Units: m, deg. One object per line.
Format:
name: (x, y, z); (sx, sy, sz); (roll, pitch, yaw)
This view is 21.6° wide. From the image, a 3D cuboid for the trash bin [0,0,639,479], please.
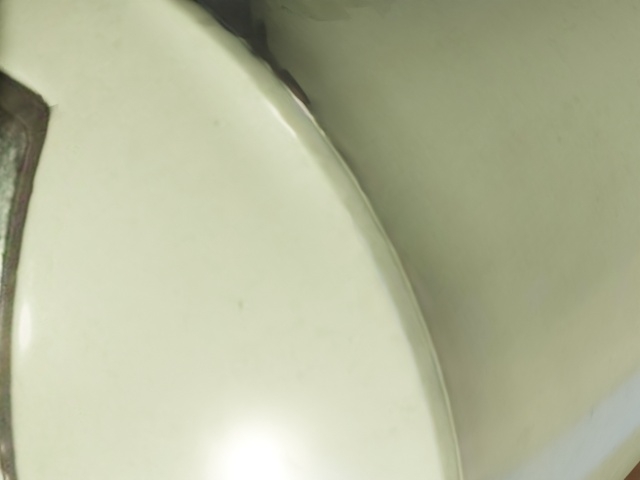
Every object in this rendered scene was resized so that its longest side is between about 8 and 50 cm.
trash bin: (0.000, 0.000, 0.573); (0.432, 0.280, 0.280); (-29, 163, -49)
